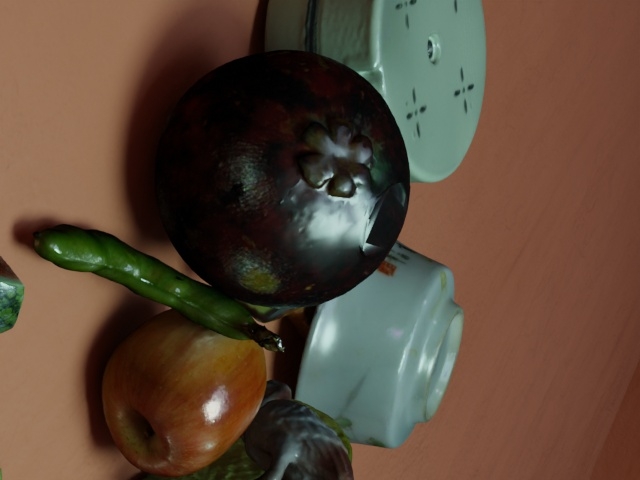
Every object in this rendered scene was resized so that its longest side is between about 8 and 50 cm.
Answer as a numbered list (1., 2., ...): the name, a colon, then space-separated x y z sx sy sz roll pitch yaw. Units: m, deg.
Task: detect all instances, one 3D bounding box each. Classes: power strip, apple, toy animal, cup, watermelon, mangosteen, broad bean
1. power strip: 0.080 -0.239 2.037 0.357 0.161 0.357 -3 93 -61
2. apple: -0.148 0.160 1.777 0.199 0.199 0.199 -41 137 -53
3. toy animal: -0.050 0.231 1.866 0.324 0.195 0.090 -79 166 -62
4. cup: 0.098 0.153 2.256 0.347 0.163 0.347 17 90 -75
5. watermelon: -0.326 0.051 1.489 0.092 0.072 0.084 6 112 -28
6. mangosteen: -0.044 -0.065 1.786 0.311 0.311 0.311 -41 137 -53
7. broad bean: -0.176 0.041 1.665 0.292 0.144 0.049 26 90 -23

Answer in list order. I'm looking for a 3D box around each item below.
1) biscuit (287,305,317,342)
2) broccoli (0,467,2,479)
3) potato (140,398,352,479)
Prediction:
1. biscuit: 0.000 0.000 2.178 0.284 0.043 0.306 -30 130 -62
2. broccoli: -0.300 0.316 1.420 0.317 0.277 0.338 63 33 -27
3. potato: -0.086 0.385 1.971 0.330 0.213 0.280 -37 137 -56
